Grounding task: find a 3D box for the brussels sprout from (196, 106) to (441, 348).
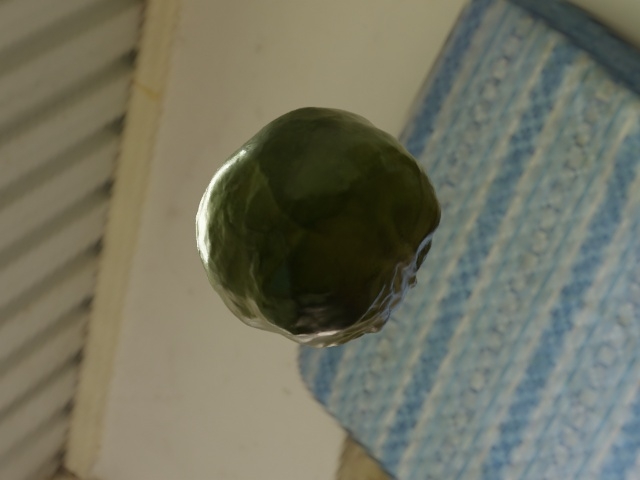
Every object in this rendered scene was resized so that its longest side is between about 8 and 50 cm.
[{"bbox_3d":[0.000,0.000,1.533,0.219,0.210,0.271,-47,-33,-10],"label":"brussels sprout"}]
